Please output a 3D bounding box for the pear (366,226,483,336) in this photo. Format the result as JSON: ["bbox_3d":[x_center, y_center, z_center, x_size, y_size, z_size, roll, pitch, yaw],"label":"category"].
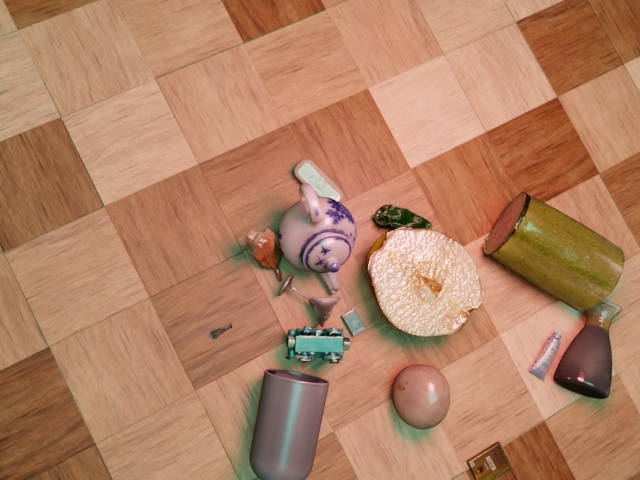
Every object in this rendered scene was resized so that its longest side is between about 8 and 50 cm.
[{"bbox_3d":[0.319,0.134,1.687,0.386,0.191,0.340,41,83,-2],"label":"pear"}]

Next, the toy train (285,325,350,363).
[{"bbox_3d":[-0.012,0.329,1.627,0.203,0.163,0.112,5,81,-9],"label":"toy train"}]

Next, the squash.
[{"bbox_3d":[0.776,0.032,1.733,0.384,0.263,0.263,30,79,-3],"label":"squash"}]

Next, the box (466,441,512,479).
[{"bbox_3d":[0.571,0.753,1.726,0.133,0.023,0.090,-27,86,-11],"label":"box"}]

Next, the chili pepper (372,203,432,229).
[{"bbox_3d":[0.288,-0.063,1.769,0.216,0.062,0.108,10,42,-11],"label":"chili pepper"}]

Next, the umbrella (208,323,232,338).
[{"bbox_3d":[-0.325,0.295,1.661,0.083,0.020,0.031,-26,87,-16],"label":"umbrella"}]

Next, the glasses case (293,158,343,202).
[{"bbox_3d":[-0.007,-0.192,1.756,0.196,0.050,0.083,44,81,-1],"label":"glasses case"}]

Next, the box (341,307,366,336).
[{"bbox_3d":[0.111,0.276,1.723,0.051,0.023,0.082,-30,87,-10],"label":"box"}]

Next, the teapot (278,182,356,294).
[{"bbox_3d":[0.000,0.000,1.606,0.252,0.424,0.280,-20,44,-7],"label":"teapot"}]

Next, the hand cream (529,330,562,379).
[{"bbox_3d":[0.798,0.400,1.797,0.065,0.043,0.170,31,84,-2],"label":"hand cream"}]

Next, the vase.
[{"bbox_3d":[0.940,0.367,1.770,0.173,0.173,0.321,27,73,-4],"label":"vase"}]

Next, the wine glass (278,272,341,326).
[{"bbox_3d":[-0.039,0.187,1.673,0.183,0.122,0.122,34,79,3],"label":"wine glass"}]

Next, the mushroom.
[{"bbox_3d":[0.341,0.504,1.660,0.204,0.204,0.204,1,82,-8],"label":"mushroom"}]

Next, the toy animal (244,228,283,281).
[{"bbox_3d":[-0.165,0.045,1.633,0.104,0.185,0.184,-29,87,-12],"label":"toy animal"}]

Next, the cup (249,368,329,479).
[{"bbox_3d":[-0.101,0.564,1.563,0.205,0.205,0.312,12,82,-6],"label":"cup"}]
